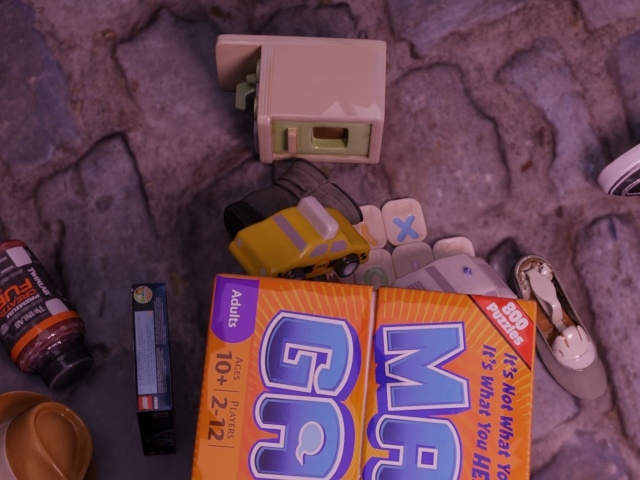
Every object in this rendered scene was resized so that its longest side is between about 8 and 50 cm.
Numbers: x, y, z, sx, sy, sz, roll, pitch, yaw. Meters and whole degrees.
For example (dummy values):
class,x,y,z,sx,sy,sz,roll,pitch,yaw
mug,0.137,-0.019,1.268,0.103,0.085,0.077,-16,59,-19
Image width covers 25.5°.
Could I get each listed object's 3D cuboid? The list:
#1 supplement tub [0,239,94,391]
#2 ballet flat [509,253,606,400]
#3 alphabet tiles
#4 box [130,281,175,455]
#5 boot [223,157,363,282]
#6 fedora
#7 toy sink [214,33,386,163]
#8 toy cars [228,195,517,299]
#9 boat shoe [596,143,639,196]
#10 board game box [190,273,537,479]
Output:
class,x,y,z,sx,sy,sz,roll,pitch,yaw
supplement tub,-0.379,0.101,1.858,0.106,0.106,0.198,-36,73,-13
ballet flat,0.314,0.113,1.880,0.072,0.068,0.213,-24,72,-9
alphabet tiles,0.079,0.078,1.917,0.284,0.021,0.278,-9,70,-4
box,-0.208,0.165,1.767,0.044,0.233,0.159,-4,69,-6
boot,0.000,0.000,1.899,0.161,0.083,0.246,-33,70,-25
fedora,-0.338,0.265,1.762,0.194,0.079,0.194,28,43,-30
toy sink,-0.030,-0.189,1.947,0.234,0.153,0.131,3,70,0
toy cars,0.082,0.026,1.804,0.393,0.087,0.176,18,38,-11
boat shoe,0.532,-0.100,1.949,0.301,0.108,0.102,-16,69,-14
board game box,0.044,0.269,1.654,0.356,0.356,0.357,5,72,1
